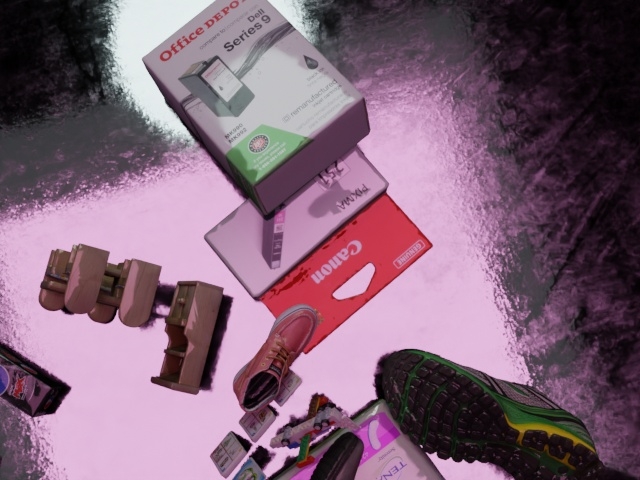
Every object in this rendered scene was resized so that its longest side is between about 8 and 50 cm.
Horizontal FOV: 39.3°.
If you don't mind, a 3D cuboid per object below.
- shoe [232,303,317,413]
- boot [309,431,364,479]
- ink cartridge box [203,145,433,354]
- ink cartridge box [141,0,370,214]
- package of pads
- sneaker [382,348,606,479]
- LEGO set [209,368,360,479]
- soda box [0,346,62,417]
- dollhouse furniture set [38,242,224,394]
[{"bbox_3d":[-0.062,0.177,1.333,0.063,0.081,0.178,39,93,-17],"label":"shoe"},{"bbox_3d":[0.046,0.401,1.229,0.161,0.083,0.246,26,81,-8],"label":"boot"},{"bbox_3d":[0.000,0.000,1.386,0.275,0.060,0.239,-40,83,-6],"label":"ink cartridge box"},{"bbox_3d":[-0.098,-0.219,1.353,0.211,0.121,0.289,-40,70,-7],"label":"ink cartridge box"},{"bbox_3d":[0.044,0.408,1.305,0.296,0.101,0.229,-37,83,-5],"label":"package of pads"},{"bbox_3d":[0.243,0.258,1.313,0.344,0.146,0.134,29,110,-3],"label":"sneaker"},{"bbox_3d":[-0.054,0.291,1.269,0.060,0.244,0.182,43,82,-21],"label":"LEGO set"},{"bbox_3d":[-0.480,0.200,1.353,0.169,0.060,0.053,32,84,4],"label":"soda box"},{"bbox_3d":[-0.284,0.115,1.295,0.242,0.212,0.161,18,80,-25],"label":"dollhouse furniture set"}]
